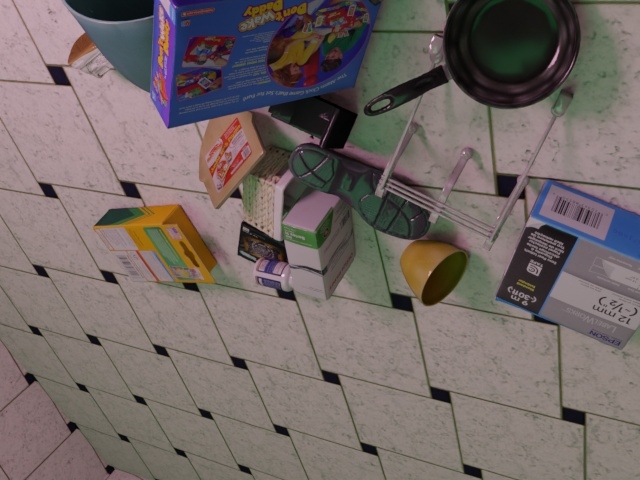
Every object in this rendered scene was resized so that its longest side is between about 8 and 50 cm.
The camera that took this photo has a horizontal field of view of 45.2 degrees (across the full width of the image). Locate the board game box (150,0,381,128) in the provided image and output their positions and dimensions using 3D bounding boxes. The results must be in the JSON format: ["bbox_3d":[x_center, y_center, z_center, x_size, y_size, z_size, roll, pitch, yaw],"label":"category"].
[{"bbox_3d":[-0.083,-0.314,1.186,0.078,0.347,0.233,59,151,26],"label":"board game box"}]

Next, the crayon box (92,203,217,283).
[{"bbox_3d":[-0.410,0.012,1.981,0.323,0.083,0.203,-1,131,37],"label":"crayon box"}]

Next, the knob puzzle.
[{"bbox_3d":[-0.184,-0.186,1.561,0.030,0.213,0.213,13,161,-43],"label":"knob puzzle"}]

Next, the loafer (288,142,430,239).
[{"bbox_3d":[0.084,-0.109,1.506,0.302,0.095,0.109,29,113,-1],"label":"loafer"}]

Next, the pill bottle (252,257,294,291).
[{"bbox_3d":[-0.092,0.082,1.795,0.120,0.067,0.067,11,137,26],"label":"pill bottle"}]

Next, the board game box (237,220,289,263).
[{"bbox_3d":[-0.109,0.030,1.828,0.186,0.026,0.126,27,142,8],"label":"board game box"}]

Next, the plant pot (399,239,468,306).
[{"bbox_3d":[0.217,0.051,1.549,0.095,0.134,0.134,40,150,33],"label":"plant pot"}]

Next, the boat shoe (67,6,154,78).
[{"bbox_3d":[-0.385,-0.397,1.520,0.277,0.098,0.096,-14,146,40],"label":"boat shoe"}]

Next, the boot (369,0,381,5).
[{"bbox_3d":[0.102,-0.473,1.080,0.178,0.085,0.236,-24,84,17],"label":"boot"}]

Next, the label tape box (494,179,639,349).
[{"bbox_3d":[0.464,0.083,1.401,0.249,0.115,0.348,23,140,13],"label":"label tape box"}]

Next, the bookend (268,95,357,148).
[{"bbox_3d":[-0.030,-0.228,1.377,0.156,0.157,0.072,26,101,9],"label":"bookend"}]

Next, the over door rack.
[{"bbox_3d":[0.255,-0.166,1.303,0.239,0.108,0.324,26,128,9],"label":"over door rack"}]

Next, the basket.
[{"bbox_3d":[-0.094,-0.102,1.606,0.103,0.113,0.167,26,142,16],"label":"basket"}]

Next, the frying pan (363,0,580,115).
[{"bbox_3d":[0.240,-0.251,1.159,0.197,0.053,0.326,44,118,1],"label":"frying pan"}]

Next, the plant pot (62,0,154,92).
[{"bbox_3d":[-0.251,-0.379,1.287,0.293,0.293,0.235,17,153,21],"label":"plant pot"}]

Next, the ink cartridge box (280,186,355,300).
[{"bbox_3d":[0.000,0.000,1.613,0.086,0.153,0.208,15,138,23],"label":"ink cartridge box"}]
